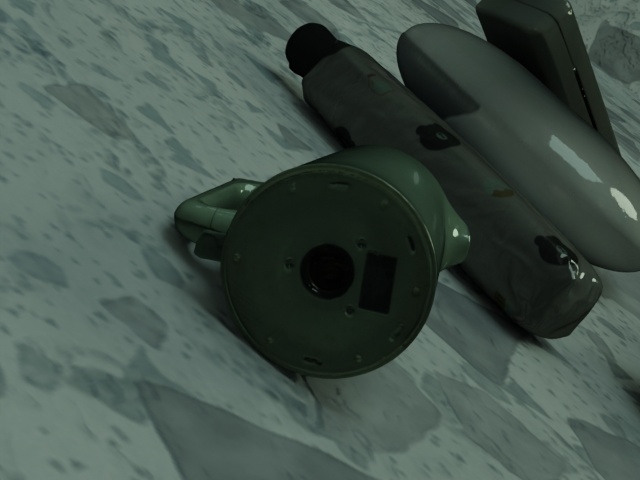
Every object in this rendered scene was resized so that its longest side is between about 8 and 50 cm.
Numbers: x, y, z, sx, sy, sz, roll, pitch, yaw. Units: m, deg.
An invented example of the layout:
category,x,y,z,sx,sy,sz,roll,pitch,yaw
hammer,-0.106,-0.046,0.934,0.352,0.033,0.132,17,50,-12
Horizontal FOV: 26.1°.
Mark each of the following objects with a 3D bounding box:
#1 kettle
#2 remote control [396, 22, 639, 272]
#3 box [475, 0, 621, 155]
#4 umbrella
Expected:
category,x,y,z,sx,sy,sz,roll,pitch,yaw
kettle,0.003,0.005,0.685,0.148,0.126,0.098,-48,118,-76
remote control,0.186,-0.088,1.250,0.221,0.103,0.332,34,14,-46
box,0.235,-0.145,1.384,0.103,0.055,0.244,35,-19,48
umbrella,0.076,-0.056,1.008,0.337,0.067,0.073,49,7,34
